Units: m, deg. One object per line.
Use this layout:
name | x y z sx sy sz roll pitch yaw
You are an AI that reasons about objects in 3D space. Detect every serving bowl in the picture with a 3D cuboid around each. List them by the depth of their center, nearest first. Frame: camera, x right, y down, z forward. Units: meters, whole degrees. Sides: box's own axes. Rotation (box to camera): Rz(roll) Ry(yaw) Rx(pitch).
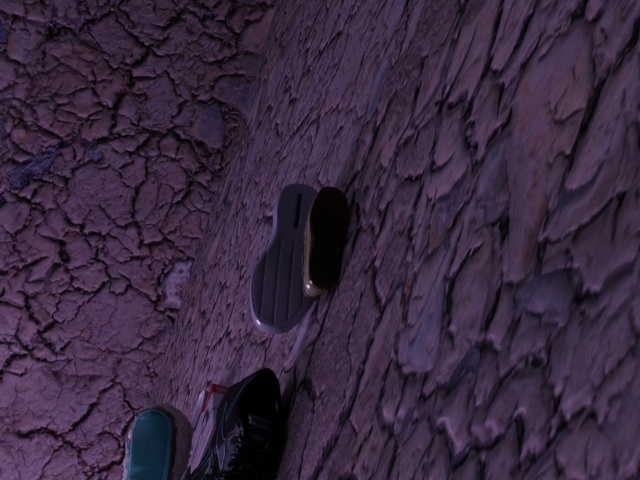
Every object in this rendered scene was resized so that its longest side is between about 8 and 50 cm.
serving bowl | -0.220 0.325 2.071 0.083 0.027 0.083 -162 90 -80

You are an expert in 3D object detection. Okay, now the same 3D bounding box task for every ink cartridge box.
ink cartridge box | -0.154 0.304 1.683 0.150 0.063 0.109 -108 38 -73

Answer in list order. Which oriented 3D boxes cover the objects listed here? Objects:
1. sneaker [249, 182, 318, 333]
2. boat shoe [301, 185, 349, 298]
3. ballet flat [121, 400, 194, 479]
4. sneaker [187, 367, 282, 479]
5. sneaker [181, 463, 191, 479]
sneaker | -0.040 0.038 1.542 0.091 0.094 0.258 93 -171 -48
boat shoe | 0.002 0.001 1.436 0.048 0.056 0.153 135 145 -57
ballet flat | -0.299 0.498 1.972 0.147 0.147 0.408 146 138 -73
sneaker | -0.108 0.282 1.397 0.106 0.101 0.267 126 159 -52
sneaker | -0.178 0.396 1.659 0.170 0.063 0.074 -93 23 -51
